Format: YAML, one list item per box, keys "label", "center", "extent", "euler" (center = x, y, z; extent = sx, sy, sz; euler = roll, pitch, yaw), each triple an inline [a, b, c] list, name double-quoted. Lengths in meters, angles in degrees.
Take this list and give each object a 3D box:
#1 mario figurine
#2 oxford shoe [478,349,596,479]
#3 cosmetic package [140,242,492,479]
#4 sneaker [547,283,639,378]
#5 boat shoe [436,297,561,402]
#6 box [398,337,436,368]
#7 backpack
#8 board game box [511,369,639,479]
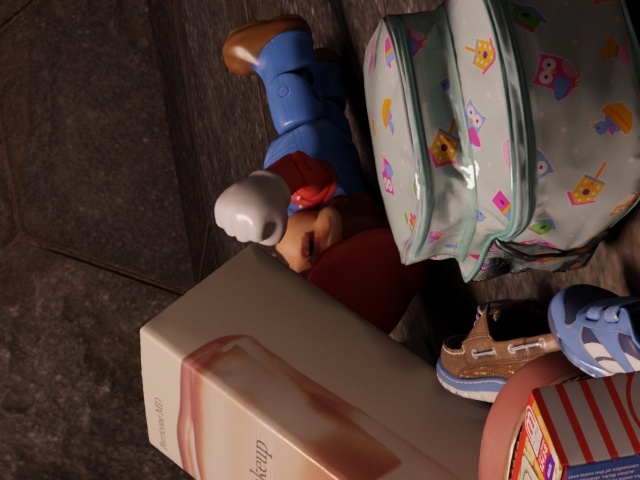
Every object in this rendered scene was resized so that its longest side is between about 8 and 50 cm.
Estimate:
- label: "mario figurine"
  center: [-0.028, -0.032, 1.318]
  extent: [0.170, 0.198, 0.320]
  euler: [-53, 41, 45]
- label: "oxford shoe"
  center: [0.161, 0.244, 0.884]
  extent: [0.130, 0.123, 0.348]
  euler: [-141, 39, -61]
- label: "cosmetic package"
  center: [0.013, 0.154, 1.133]
  extent: [0.296, 0.129, 0.153]
  euler: [33, 144, 29]
- label: "sneaker"
  center: [0.173, 0.052, 0.819]
  extent: [0.144, 0.053, 0.059]
  euler: [-136, 36, -55]
- label: "boat shoe"
  center: [0.132, 0.072, 1.004]
  extent: [0.183, 0.066, 0.066]
  euler: [-170, 74, -66]
- label: "box"
  center: [0.054, 0.154, 1.310]
  extent: [0.087, 0.101, 0.102]
  euler: [-115, 19, -50]
- label: "backpack"
  center: [0.101, -0.069, 0.827]
  extent: [0.188, 0.144, 0.166]
  euler: [132, 132, -71]
- label: "board game box"
  center: [0.160, 0.133, 0.713]
  extent: [0.193, 0.147, 0.045]
  euler: [93, 165, -46]
